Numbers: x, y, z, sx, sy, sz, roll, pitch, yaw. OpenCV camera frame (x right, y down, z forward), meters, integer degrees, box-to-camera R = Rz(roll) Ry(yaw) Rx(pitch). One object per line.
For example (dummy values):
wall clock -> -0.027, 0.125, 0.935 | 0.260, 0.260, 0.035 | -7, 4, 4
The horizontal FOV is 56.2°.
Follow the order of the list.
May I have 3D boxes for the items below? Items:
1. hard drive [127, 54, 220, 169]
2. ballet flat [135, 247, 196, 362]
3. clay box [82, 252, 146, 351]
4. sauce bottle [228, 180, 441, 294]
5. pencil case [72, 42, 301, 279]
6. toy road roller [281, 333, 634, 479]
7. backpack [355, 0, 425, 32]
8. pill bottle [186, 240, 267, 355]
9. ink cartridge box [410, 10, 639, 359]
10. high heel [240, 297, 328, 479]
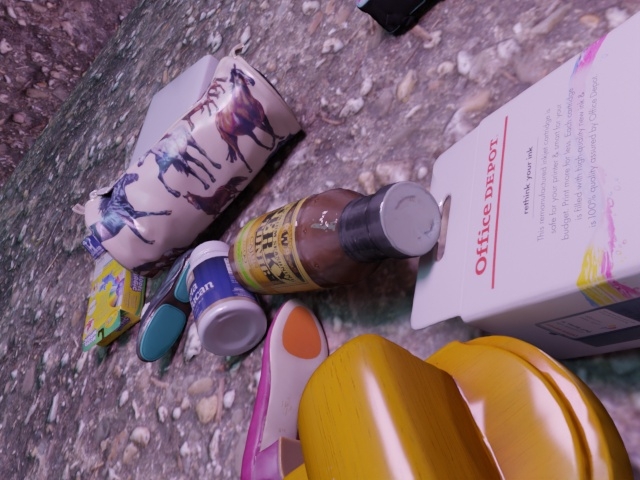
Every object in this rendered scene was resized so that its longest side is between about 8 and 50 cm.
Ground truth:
hard drive -> -0.324, -0.201, 1.259 | 0.233, 0.047, 0.353 | -20, 52, 41
ballet flat -> -0.247, 0.103, 0.985 | 0.074, 0.074, 0.203 | 2, 60, 49
clay box -> -0.396, 0.105, 1.165 | 0.127, 0.053, 0.222 | -35, 43, 28
sauce bottle -> 0.000, 0.000, 0.680 | 0.344, 0.111, 0.112 | -18, 50, 60
pencil case -> -0.217, -0.124, 1.001 | 0.410, 0.183, 0.160 | -45, 26, 8
toy road roller -> 0.053, 0.200, 0.425 | 0.329, 0.240, 0.203 | -42, 39, 20
backpack -> 0.108, -0.437, 0.909 | 0.166, 0.144, 0.188 | -40, 37, 31
pill bottle -> -0.141, 0.075, 0.861 | 0.094, 0.094, 0.169 | -47, 38, 14
ink cartridge box -> 0.224, -0.034, 0.455 | 0.353, 0.119, 0.207 | -33, 40, 58
high heel -> -0.050, 0.189, 0.707 | 0.117, 0.082, 0.244 | -48, 35, 41
